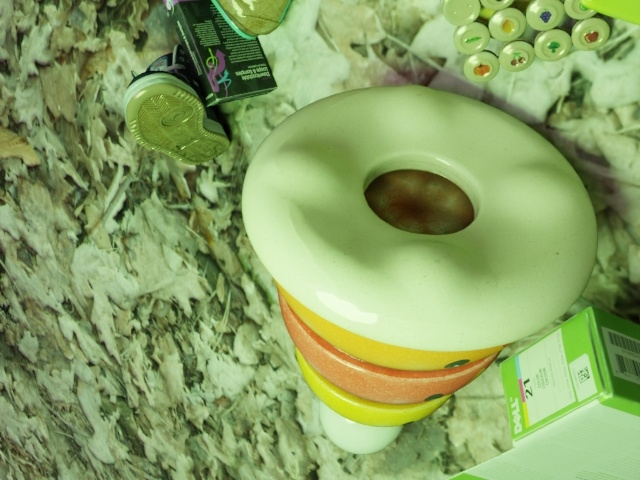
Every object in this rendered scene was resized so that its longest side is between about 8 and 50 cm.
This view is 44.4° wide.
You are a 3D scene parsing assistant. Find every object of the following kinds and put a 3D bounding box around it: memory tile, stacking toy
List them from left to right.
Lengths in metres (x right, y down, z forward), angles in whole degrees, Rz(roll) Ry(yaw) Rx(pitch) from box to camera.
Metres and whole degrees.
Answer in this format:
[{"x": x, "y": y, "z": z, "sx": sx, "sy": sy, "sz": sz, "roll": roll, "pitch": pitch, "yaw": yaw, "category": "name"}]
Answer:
[{"x": 0.083, "y": 0.096, "z": 0.916, "sx": 0.350, "sy": 0.350, "sz": 0.480, "roll": 37, "pitch": 143, "yaw": 25, "category": "stacking toy"}, {"x": 0.202, "y": -0.216, "z": 0.769, "sx": 0.147, "sy": 0.012, "sz": 0.113, "roll": -14, "pitch": 132, "yaw": 19, "category": "memory tile"}]

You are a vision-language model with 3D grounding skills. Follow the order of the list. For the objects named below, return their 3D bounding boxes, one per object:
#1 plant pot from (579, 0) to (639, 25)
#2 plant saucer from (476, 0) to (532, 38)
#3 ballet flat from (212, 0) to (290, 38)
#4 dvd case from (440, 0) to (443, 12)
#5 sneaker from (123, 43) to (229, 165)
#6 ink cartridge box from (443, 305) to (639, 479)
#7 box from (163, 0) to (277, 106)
[{"x": 0.325, "y": -0.260, "z": 0.563, "sx": 0.207, "sy": 0.227, "sz": 0.228, "roll": 22, "pitch": 123, "yaw": 2, "category": "plant pot"}, {"x": 0.125, "y": -0.419, "z": 0.749, "sx": 0.333, "sy": 0.081, "sz": 0.333, "roll": 46, "pitch": 130, "yaw": 21, "category": "plant saucer"}, {"x": -0.154, "y": -0.413, "z": 0.982, "sx": 0.124, "sy": 0.116, "sz": 0.342, "roll": -39, "pitch": 95, "yaw": 29, "category": "ballet flat"}, {"x": 0.212, "y": -0.340, "z": 0.776, "sx": 0.238, "sy": 0.029, "sz": 0.179, "roll": -2, "pitch": 105, "yaw": 43, "category": "dvd case"}, {"x": -0.214, "y": -0.205, "z": 1.060, "sx": 0.099, "sy": 0.282, "sz": 0.153, "roll": -26, "pitch": 79, "yaw": 4, "category": "sneaker"}, {"x": 0.260, "y": 0.192, "z": 0.818, "sx": 0.255, "sy": 0.188, "sz": 0.097, "roll": -45, "pitch": 34, "yaw": 42, "category": "ink cartridge box"}, {"x": -0.133, "y": -0.264, "z": 1.044, "sx": 0.029, "sy": 0.116, "sz": 0.162, "roll": -23, "pitch": 90, "yaw": 44, "category": "box"}]
